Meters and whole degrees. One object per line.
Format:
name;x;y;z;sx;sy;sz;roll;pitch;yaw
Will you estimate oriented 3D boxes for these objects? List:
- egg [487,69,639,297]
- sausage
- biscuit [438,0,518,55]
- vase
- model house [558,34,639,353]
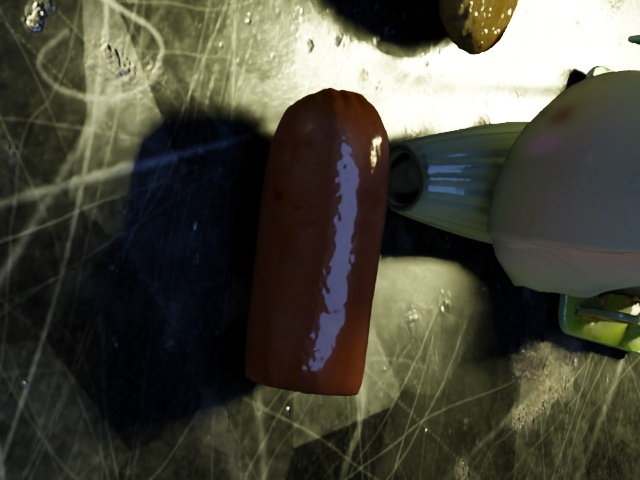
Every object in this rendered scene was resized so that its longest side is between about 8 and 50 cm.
egg;0.309;-0.049;1.442;0.271;0.162;0.206;-2;100;-27
sausage;0.000;0.000;1.346;0.113;0.113;0.259;12;83;-48
biscuit;0.161;-0.286;1.519;0.226;0.042;0.226;14;90;-69
vase;0.166;-0.055;1.526;0.248;0.128;0.128;1;90;-39
model house;0.405;-0.042;1.636;0.340;0.323;0.300;17;78;-47
